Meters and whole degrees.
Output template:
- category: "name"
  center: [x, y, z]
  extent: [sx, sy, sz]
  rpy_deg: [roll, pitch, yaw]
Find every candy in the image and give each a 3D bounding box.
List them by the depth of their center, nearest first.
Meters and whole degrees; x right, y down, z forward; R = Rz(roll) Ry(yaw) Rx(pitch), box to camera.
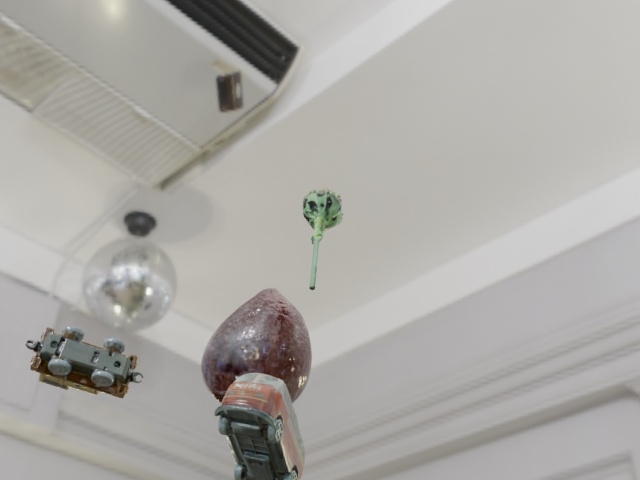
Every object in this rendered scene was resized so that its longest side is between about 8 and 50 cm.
- category: "candy"
  center: [0.000, 0.000, 1.809]
  extent: [0.091, 0.305, 0.083]
  rpy_deg: [34, -56, -22]

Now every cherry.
- category: "cherry"
  center: [-0.129, 0.245, 1.890]
  extent: [0.230, 0.300, 0.203]
  rpy_deg: [0, -26, 38]

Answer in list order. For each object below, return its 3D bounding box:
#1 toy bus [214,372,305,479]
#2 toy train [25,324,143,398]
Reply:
- category: "toy bus"
  center: [-0.100, 0.342, 1.570]
  extent: [0.121, 0.119, 0.265]
  rpy_deg: [6, -45, 19]
- category: "toy train"
  center: [-0.439, 0.232, 1.637]
  extent: [0.220, 0.089, 0.127]
  rpy_deg: [19, -37, -10]
